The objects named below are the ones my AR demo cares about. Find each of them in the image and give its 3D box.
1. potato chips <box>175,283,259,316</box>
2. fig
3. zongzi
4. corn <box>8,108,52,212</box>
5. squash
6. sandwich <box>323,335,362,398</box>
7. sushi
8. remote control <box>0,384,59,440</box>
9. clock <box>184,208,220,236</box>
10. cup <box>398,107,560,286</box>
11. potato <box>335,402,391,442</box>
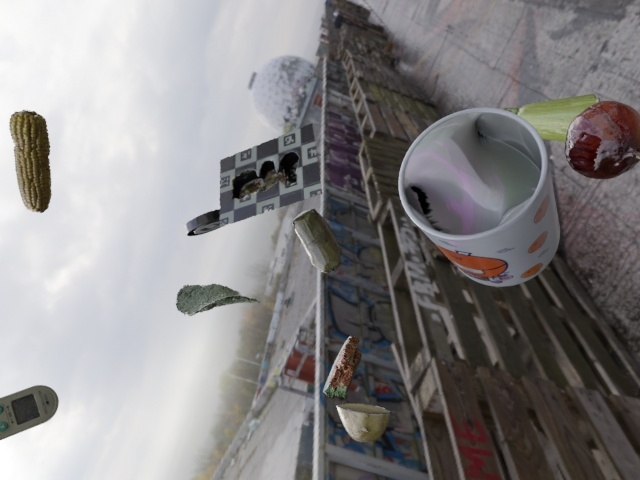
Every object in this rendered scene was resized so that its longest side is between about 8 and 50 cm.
[{"bbox_3d":[-0.282,0.154,1.342,0.228,0.167,0.059,7,113,48],"label":"potato chips"},{"bbox_3d":[0.470,-0.147,0.824,0.150,0.128,0.128,69,153,21],"label":"fig"},{"bbox_3d":[0.000,0.000,1.970,0.125,0.251,0.274,-27,1,5],"label":"zongzi"},{"bbox_3d":[-0.803,-0.218,1.422,0.101,0.101,0.292,-98,11,-71],"label":"corn"},{"bbox_3d":[0.620,-0.325,1.372,0.287,0.137,0.137,14,84,49],"label":"squash"},{"bbox_3d":[0.092,0.409,1.688,0.159,0.079,0.235,-65,-4,24],"label":"sandwich"},{"bbox_3d":[-0.157,-0.193,1.715,0.100,0.373,0.296,46,-149,-54],"label":"sushi"},{"bbox_3d":[-0.621,0.345,0.972,0.042,0.221,0.078,-39,72,52],"label":"remote control"},{"bbox_3d":[-0.415,-0.067,1.887,0.040,0.184,0.184,68,164,5],"label":"clock"},{"bbox_3d":[0.288,-0.049,0.862,0.317,0.212,0.212,34,-110,-55],"label":"cup"},{"bbox_3d":[0.143,0.627,1.743,0.202,0.182,0.117,-13,72,59],"label":"potato"}]
